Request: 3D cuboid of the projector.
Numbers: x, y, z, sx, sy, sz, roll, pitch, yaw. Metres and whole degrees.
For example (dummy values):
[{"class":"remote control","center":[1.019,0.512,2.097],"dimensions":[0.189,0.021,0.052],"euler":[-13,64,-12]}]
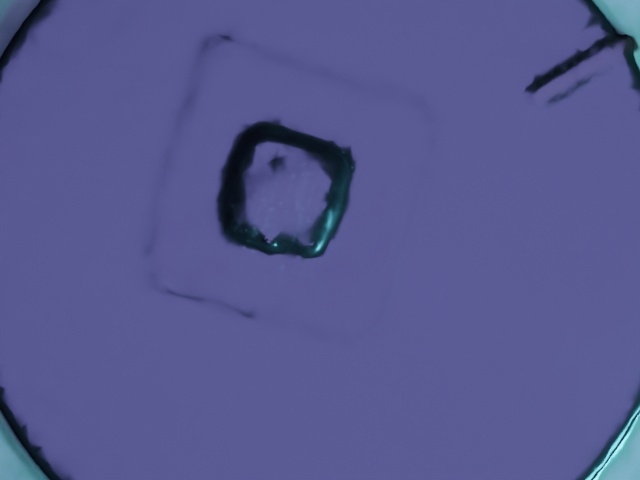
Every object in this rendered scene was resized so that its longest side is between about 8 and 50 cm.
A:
[{"class":"projector","center":[0.000,0.000,0.523],"dimensions":[0.259,0.079,0.257],"euler":[14,87,4]}]
